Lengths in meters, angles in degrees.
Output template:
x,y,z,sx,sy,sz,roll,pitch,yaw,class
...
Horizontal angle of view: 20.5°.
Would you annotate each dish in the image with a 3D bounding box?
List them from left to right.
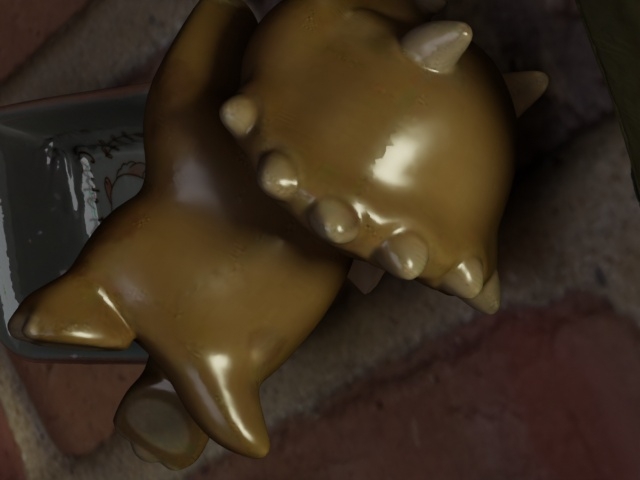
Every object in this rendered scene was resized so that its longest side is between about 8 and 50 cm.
x,y,z,sx,sy,sz,roll,pitch,yaw,class
-0.119,-0.010,1.015,0.234,0.064,0.154,-3,99,41,dish

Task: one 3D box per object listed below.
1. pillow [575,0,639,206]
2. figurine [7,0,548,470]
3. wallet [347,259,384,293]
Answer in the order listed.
x,y,z,sx,sy,sz,roll,pitch,yaw,class
0.181,-0.067,0.689,0.185,0.075,0.302,-1,120,41,pillow
0.000,-0.005,0.827,0.173,0.177,0.247,23,71,35,figurine
0.007,-0.014,0.939,0.083,0.011,0.044,47,127,23,wallet
